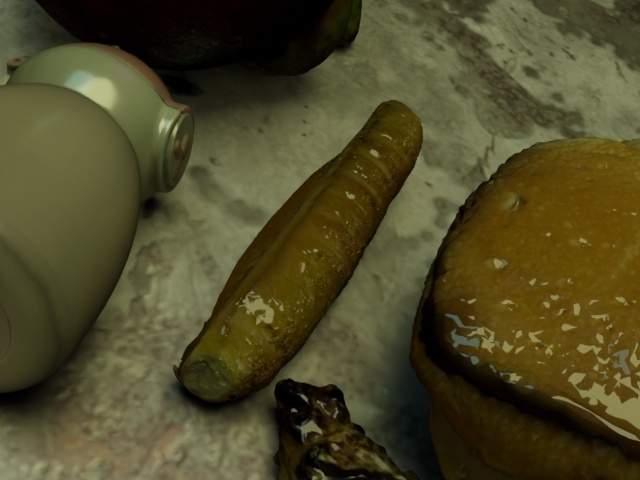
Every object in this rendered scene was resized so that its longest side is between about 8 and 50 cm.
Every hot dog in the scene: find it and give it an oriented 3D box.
[{"bbox_3d":[0.001,-0.001,0.581,0.068,0.083,0.289,45,49,-8],"label":"hot dog"}]

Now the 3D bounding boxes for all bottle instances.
[{"bbox_3d":[-0.166,-0.038,0.509,0.148,0.147,0.236,25,41,0],"label":"bottle"}]

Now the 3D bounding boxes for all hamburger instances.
[{"bbox_3d":[0.210,0.066,0.500,0.305,0.174,0.284,22,40,28],"label":"hamburger"}]

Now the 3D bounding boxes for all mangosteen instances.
[{"bbox_3d":[-0.067,-0.265,0.631,0.360,0.306,0.306,22,45,-30],"label":"mangosteen"}]

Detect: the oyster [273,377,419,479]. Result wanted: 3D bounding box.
[{"bbox_3d":[0.046,0.217,0.430,0.129,0.078,0.345,-13,61,-18],"label":"oyster"}]
